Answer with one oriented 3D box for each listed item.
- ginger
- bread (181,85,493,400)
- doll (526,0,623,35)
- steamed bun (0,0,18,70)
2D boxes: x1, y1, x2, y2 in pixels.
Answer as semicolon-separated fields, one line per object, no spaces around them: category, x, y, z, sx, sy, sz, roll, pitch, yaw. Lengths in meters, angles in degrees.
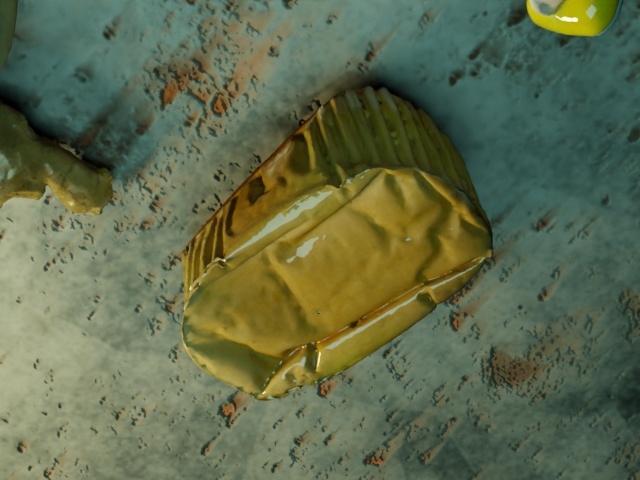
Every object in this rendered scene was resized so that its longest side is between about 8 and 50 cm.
ginger;-0.265;-0.057;1.324;0.165;0.067;0.096;34;92;-22
bread;0.000;0.000;1.332;0.288;0.156;0.204;-42;123;17
doll;0.174;-0.352;1.087;0.376;0.187;0.365;-43;130;-2
steamed bun;-0.402;-0.108;1.180;0.325;0.230;0.372;16;89;11
